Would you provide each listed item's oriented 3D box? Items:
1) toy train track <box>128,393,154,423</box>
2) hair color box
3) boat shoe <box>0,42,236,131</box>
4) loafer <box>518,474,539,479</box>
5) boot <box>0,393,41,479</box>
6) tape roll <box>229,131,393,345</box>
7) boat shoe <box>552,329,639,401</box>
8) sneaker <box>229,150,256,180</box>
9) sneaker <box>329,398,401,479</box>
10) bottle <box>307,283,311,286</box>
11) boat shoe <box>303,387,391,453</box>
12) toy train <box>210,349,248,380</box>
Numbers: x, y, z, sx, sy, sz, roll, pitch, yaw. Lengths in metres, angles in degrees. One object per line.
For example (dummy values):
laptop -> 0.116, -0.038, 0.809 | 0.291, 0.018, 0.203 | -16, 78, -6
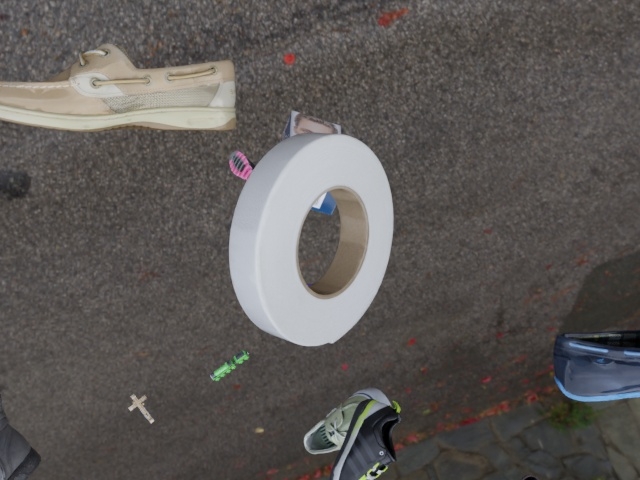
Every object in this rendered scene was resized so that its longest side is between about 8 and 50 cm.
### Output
toy train track -> -0.431, 0.408, 1.430 | 0.048, 0.083, 0.014 | -38, -175, -33
hair color box -> -0.030, -0.243, 1.784 | 0.174, 0.347, 0.105 | 15, 130, -14
boat shoe -> -0.282, -0.204, 0.789 | 0.341, 0.122, 0.110 | -5, 106, -27
loafer -> 0.356, 0.563, 1.138 | 0.302, 0.109, 0.095 | -26, 133, -52
boot -> -0.779, 0.511, 1.268 | 0.118, 0.338, 0.222 | -14, 115, 17
tape roll -> 0.000, 0.000, 1.077 | 0.072, 0.392, 0.392 | 11, 162, 39
boat shoe -> 0.411, 0.129, 0.696 | 0.258, 0.089, 0.109 | -12, -175, 3
sneaker -> -0.154, -0.152, 1.316 | 0.047, 0.119, 0.057 | -48, 168, 17
sneaker -> 0.090, 0.412, 1.108 | 0.097, 0.234, 0.084 | 7, 160, 34
bottle -> -0.026, 0.187, 1.762 | 0.118, 0.283, 0.092 | 24, 92, -4
boat shoe -> 0.058, 0.419, 1.308 | 0.094, 0.109, 0.302 | -16, 156, -34
toy train -> -0.168, 0.229, 1.081 | 0.083, 0.017, 0.023 | -36, 154, 2
